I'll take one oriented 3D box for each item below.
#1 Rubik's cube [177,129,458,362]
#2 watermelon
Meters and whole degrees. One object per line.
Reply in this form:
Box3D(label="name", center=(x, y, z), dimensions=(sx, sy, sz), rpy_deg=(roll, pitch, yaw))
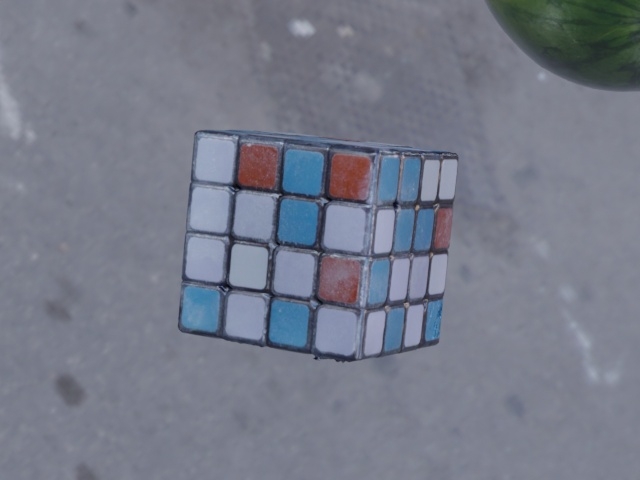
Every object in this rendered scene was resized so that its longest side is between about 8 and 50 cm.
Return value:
Box3D(label="Rubik's cube", center=(0.000, 0.000, 0.807), dimensions=(0.092, 0.092, 0.092), rpy_deg=(-5, 102, -63))
Box3D(label="watermelon", center=(0.224, -0.229, 1.308), dimensions=(0.242, 0.242, 0.242), rpy_deg=(26, 44, -28))
